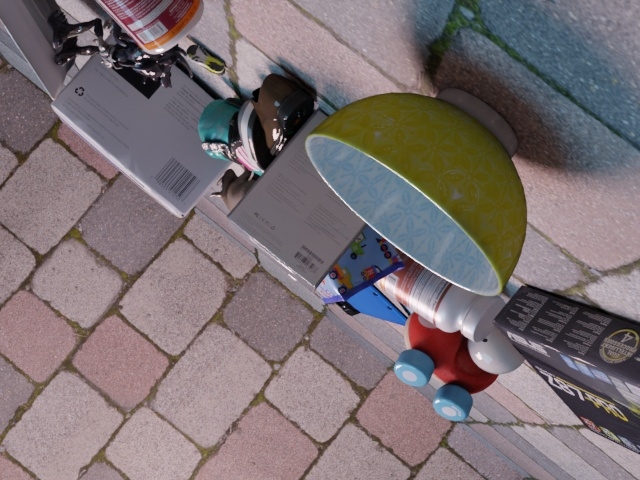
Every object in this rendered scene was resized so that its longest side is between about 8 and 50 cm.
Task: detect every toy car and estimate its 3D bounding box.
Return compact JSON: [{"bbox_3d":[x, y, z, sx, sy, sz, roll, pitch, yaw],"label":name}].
[{"bbox_3d":[0.298,0.187,1.818,0.210,0.219,0.238,43,141,-16],"label":"toy car"}]

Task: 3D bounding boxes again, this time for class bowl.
[{"bbox_3d":[0.139,-0.084,1.129,0.289,0.156,0.289,37,170,8],"label":"bowl"}]

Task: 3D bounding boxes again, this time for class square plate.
[{"bbox_3d":[-0.571,-0.469,1.871,0.344,0.049,0.347,61,-175,-24],"label":"square plate"}]

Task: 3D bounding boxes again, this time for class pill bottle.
[{"bbox_3d":[-0.283,-0.389,1.415,0.221,0.121,0.121,46,168,-36],"label":"pill bottle"},{"bbox_3d":[0.216,0.088,1.732,0.216,0.121,0.121,34,169,29],"label":"pill bottle"}]

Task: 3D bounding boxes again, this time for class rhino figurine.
[{"bbox_3d":[-0.153,-0.104,1.997,0.073,0.106,0.243,22,175,-39],"label":"rhino figurine"}]

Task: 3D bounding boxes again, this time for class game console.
[{"bbox_3d":[0.067,0.046,2.133,0.173,0.250,0.293,-18,141,24],"label":"game console"}]

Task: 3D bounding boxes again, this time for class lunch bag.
[{"bbox_3d":[0.000,0.000,1.763,0.221,0.138,0.293,62,161,0],"label":"lunch bag"}]

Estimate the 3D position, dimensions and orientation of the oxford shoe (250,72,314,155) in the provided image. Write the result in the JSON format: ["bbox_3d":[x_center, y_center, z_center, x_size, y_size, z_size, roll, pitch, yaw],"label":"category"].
[{"bbox_3d":[-0.067,-0.211,1.581,0.096,0.083,0.227,45,162,9],"label":"oxford shoe"}]

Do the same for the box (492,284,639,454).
[{"bbox_3d":[0.486,0.234,1.471,0.318,0.097,0.395,48,168,-27],"label":"box"}]

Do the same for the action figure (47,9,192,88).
[{"bbox_3d":[-0.349,-0.367,1.749,0.275,0.141,0.164,9,153,13],"label":"action figure"}]

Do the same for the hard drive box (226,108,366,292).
[{"bbox_3d":[-0.008,-0.062,1.553,0.181,0.232,0.089,39,171,5],"label":"hard drive box"}]

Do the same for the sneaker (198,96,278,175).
[{"bbox_3d":[-0.146,-0.207,1.766,0.178,0.124,0.295,27,169,15],"label":"sneaker"}]

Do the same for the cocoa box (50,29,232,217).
[{"bbox_3d":[-0.349,-0.239,2.010,0.347,0.231,0.228,41,173,-9],"label":"cocoa box"}]

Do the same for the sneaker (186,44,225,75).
[{"bbox_3d":[-0.204,-0.317,1.718,0.083,0.031,0.035,36,170,16],"label":"sneaker"}]

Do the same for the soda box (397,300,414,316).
[{"bbox_3d":[0.234,0.152,2.124,0.071,0.067,0.210,32,167,36],"label":"soda box"}]
